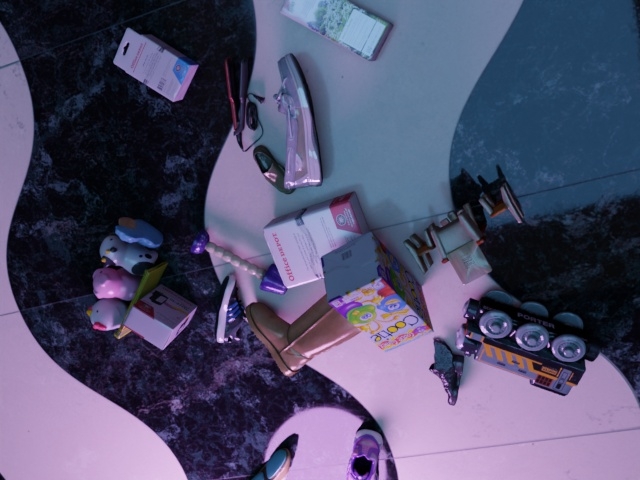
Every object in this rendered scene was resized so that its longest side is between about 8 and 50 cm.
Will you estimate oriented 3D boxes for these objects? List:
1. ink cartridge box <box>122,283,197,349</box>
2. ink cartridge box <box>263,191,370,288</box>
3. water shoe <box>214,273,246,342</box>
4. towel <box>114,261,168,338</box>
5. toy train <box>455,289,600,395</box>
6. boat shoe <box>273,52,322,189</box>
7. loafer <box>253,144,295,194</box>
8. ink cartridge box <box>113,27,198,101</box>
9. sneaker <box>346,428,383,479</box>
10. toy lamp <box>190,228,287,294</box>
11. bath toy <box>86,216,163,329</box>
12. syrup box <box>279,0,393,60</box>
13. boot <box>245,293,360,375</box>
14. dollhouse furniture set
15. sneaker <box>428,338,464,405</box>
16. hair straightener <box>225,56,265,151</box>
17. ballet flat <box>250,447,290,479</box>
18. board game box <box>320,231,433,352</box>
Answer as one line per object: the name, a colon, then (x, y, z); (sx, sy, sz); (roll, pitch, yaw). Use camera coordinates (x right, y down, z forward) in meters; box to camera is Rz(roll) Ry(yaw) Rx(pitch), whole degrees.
ink cartridge box: (-0.432, 0.202, 1.744); (0.127, 0.175, 0.072); (31, 109, 1)
ink cartridge box: (0.000, 0.000, 1.617); (0.237, 0.100, 0.172); (-18, 103, 17)
water shoe: (-0.240, 0.186, 1.763); (0.080, 0.073, 0.203); (7, 111, -17)
towel: (-0.499, 0.164, 1.786); (0.021, 0.102, 0.237); (33, 112, 6)
toy train: (0.498, 0.251, 1.572); (0.333, 0.142, 0.190); (18, 121, 7)
boat shoe: (-0.064, -0.277, 1.530); (0.103, 0.118, 0.321); (-9, 113, 4)
loafer: (-0.122, -0.172, 1.615); (0.056, 0.050, 0.148); (-41, 95, 21)
ink cartridge box: (-0.406, -0.437, 1.588); (0.180, 0.060, 0.104); (33, 113, 1)
sneaker: (0.117, 0.654, 1.805); (0.095, 0.104, 0.237); (8, 111, 9)
toy lamp: (-0.207, 0.061, 1.697); (0.274, 0.080, 0.080); (26, 112, 3)
bath toy: (-0.560, 0.109, 1.769); (0.151, 0.129, 0.348); (28, 112, 3)
syrup box: (0.037, -0.500, 1.446); (0.236, 0.096, 0.093); (29, 110, 3)
boot: (-0.039, 0.196, 1.676); (0.269, 0.089, 0.236); (-40, 83, 24)
dollhouse furniture set: (0.332, 0.000, 1.457); (0.262, 0.259, 0.135); (-31, 89, 22)
sneaker: (0.325, 0.346, 1.686); (0.089, 0.051, 0.170); (10, 105, 10)
hair straightener: (-0.182, -0.332, 1.578); (0.089, 0.047, 0.231); (3, 109, 12)
ballet flat: (-0.142, 0.697, 1.907); (0.073, 0.080, 0.232); (28, 118, -27)
board game box: (0.139, 0.130, 1.536); (0.144, 0.142, 0.275); (-27, 135, 20)
